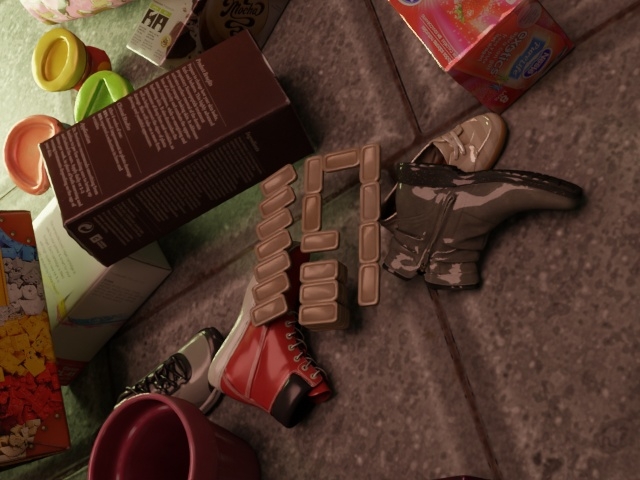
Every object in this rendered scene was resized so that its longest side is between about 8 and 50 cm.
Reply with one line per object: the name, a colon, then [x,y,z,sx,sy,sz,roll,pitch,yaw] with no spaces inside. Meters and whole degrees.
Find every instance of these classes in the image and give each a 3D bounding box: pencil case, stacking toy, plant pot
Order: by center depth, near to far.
plant pot: [-0.188,0.323,1.284,0.201,0.180,0.201,-15,64,34]
stacking toy: [-0.442,-0.214,1.754,0.279,0.130,0.309,30,101,29]
pencil case: [-0.436,-0.542,1.827,0.386,0.167,0.160,-3,39,37]

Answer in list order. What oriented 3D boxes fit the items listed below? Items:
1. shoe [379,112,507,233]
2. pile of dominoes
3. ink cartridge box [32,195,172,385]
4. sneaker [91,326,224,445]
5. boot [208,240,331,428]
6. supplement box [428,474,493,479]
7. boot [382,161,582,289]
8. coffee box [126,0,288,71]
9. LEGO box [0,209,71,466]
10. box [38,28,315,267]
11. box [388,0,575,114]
shoe: [0.161,-0.091,1.249,0.219,0.058,0.076,-46,52,15]
pile of dominoes: [0.000,0.000,1.289,0.196,0.040,0.251,-8,67,26]
ink cartridge box: [-0.429,0.067,1.602,0.306,0.131,0.226,-44,54,14]
sneaker: [-0.240,0.240,1.406,0.271,0.108,0.100,-49,49,11]
boot: [-0.033,0.132,1.310,0.176,0.088,0.244,22,84,31]
supplement box: [0.114,0.347,1.105,0.188,0.081,0.104,-19,62,31]
boot: [0.203,-0.013,1.183,0.246,0.083,0.161,7,98,24]
coffee box: [-0.166,-0.401,1.552,0.119,0.168,0.297,34,96,41]
LEGO box: [-0.613,0.204,1.502,0.500,0.193,0.372,-26,73,50]
box: [-0.224,-0.144,1.439,0.381,0.143,0.191,-29,54,2]
box: [0.186,-0.335,1.264,0.142,0.154,0.300,-43,54,18]
